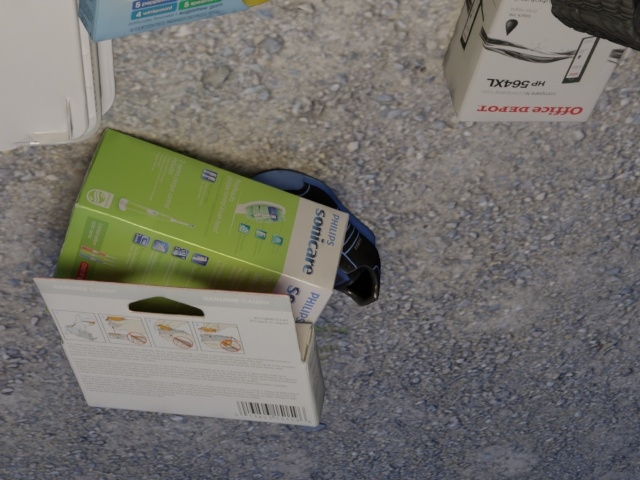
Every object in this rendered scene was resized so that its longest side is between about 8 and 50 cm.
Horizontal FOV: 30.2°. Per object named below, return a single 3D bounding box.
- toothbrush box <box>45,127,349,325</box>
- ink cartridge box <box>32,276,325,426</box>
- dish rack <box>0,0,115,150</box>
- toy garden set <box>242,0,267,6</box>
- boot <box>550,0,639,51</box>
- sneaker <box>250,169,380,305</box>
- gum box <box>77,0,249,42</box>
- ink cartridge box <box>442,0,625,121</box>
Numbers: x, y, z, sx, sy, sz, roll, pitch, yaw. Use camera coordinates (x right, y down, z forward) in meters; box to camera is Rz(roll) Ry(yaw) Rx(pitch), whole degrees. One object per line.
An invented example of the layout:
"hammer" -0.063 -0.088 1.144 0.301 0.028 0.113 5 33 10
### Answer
"toothbrush box" -0.139 0.025 1.315 0.283 0.122 0.206 20 139 -7
"ink cartridge box" -0.144 0.104 1.268 0.275 0.060 0.238 3 138 11
"dish rack" -0.334 -0.188 1.080 0.286 0.072 0.332 -4 146 -9
"toy garden set" -0.027 -0.244 0.748 0.204 0.049 0.244 -11 145 29
"boot" 0.235 -0.281 0.906 0.118 0.222 0.338 24 -172 17
"sneaker" 0.000 0.000 1.400 0.081 0.090 0.232 -30 140 26
"gum box" -0.121 -0.261 1.005 0.157 0.041 0.184 -18 151 -26
"ink cartridge box" 0.220 -0.211 1.159 0.148 0.085 0.203 -1 143 -12
